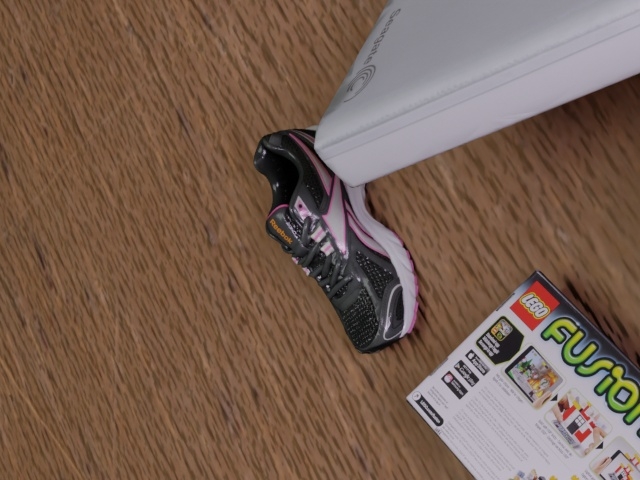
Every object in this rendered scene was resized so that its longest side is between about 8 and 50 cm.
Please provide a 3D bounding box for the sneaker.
[{"bbox_3d":[0.000,0.000,1.197,0.072,0.077,0.178,-50,53,39],"label":"sneaker"}]

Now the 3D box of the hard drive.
[{"bbox_3d":[0.160,-0.165,0.926,0.353,0.047,0.233,-21,33,49],"label":"hard drive"}]

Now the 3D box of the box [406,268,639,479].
[{"bbox_3d":[0.150,0.121,0.999,0.114,0.036,0.207,-44,49,4],"label":"box"}]
